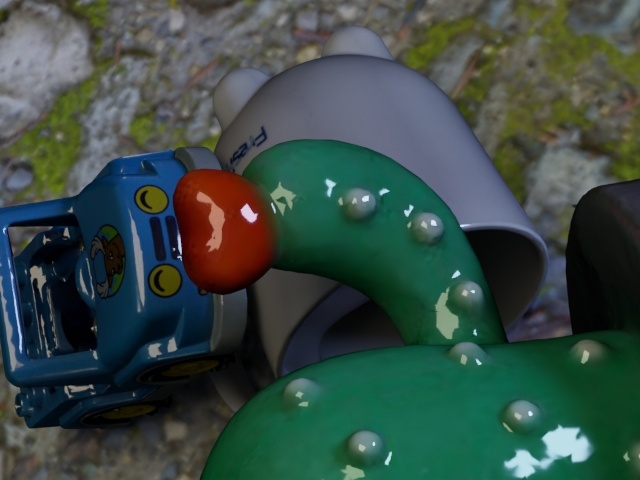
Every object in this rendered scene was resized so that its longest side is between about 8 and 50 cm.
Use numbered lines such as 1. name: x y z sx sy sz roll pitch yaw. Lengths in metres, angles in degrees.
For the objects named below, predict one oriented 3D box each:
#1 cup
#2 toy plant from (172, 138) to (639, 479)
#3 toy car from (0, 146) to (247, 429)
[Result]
1. cup: 0.012 -0.005 0.740 0.134 0.173 0.142 -14 57 -21
2. toy plant: 0.109 0.065 0.573 0.400 0.185 0.279 -21 92 -5
3. toy car: -0.111 0.030 0.732 0.191 0.100 0.097 -37 61 56
